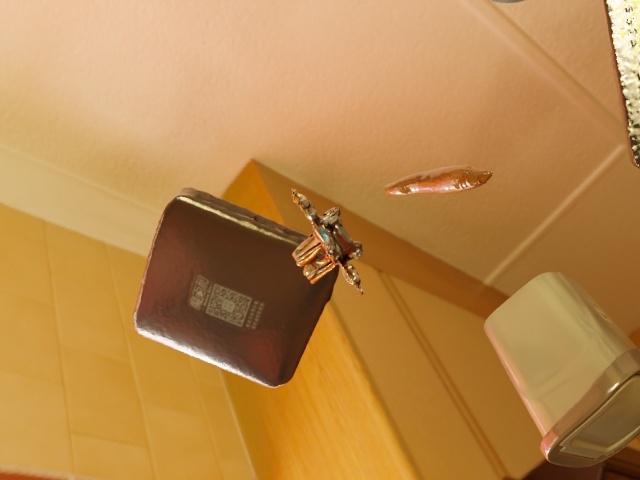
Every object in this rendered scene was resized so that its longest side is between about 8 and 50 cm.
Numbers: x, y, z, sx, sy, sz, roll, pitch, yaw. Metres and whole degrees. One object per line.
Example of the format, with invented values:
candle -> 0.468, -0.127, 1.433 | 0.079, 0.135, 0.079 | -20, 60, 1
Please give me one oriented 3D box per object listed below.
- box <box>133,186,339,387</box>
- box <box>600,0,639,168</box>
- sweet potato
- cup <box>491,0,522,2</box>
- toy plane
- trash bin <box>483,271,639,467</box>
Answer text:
box -> -0.137, 0.081, 1.179 | 0.289, 0.073, 0.289 | 22, -58, 0
box -> 0.541, -0.289, 1.103 | 0.212, 0.349, 0.058 | -9, -2, 17
sweet potato -> 0.228, -0.114, 1.452 | 0.057, 0.265, 0.057 | 3, -95, -38
cup -> 0.311, -0.530, 1.095 | 0.206, 0.205, 0.312 | -7, -24, -21
toy plane -> 0.010, -0.006, 0.818 | 0.062, 0.188, 0.135 | -31, -80, 13
trash bin -> 0.417, 0.205, 1.240 | 0.219, 0.250, 0.220 | -45, -43, 19
